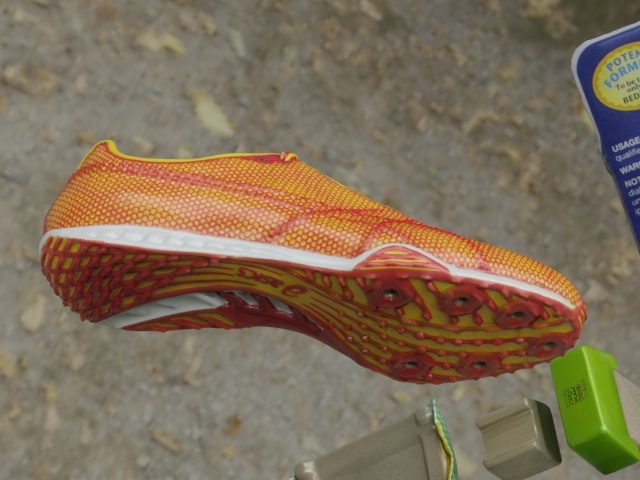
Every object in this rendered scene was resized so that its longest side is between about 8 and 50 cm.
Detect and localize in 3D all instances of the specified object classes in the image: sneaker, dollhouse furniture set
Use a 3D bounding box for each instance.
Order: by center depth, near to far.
[{"bbox_3d":[0.000,0.000,0.514,0.175,0.064,0.067,13,50,1],"label":"sneaker"},{"bbox_3d":[0.143,0.239,1.311,0.151,0.302,0.197,31,41,-45],"label":"dollhouse furniture set"}]

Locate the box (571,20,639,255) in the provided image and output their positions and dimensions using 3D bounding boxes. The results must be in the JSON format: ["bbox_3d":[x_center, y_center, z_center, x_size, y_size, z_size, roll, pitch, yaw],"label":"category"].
[{"bbox_3d":[0.191,0.012,0.585,0.036,0.136,0.225,-14,85,-69],"label":"box"}]
